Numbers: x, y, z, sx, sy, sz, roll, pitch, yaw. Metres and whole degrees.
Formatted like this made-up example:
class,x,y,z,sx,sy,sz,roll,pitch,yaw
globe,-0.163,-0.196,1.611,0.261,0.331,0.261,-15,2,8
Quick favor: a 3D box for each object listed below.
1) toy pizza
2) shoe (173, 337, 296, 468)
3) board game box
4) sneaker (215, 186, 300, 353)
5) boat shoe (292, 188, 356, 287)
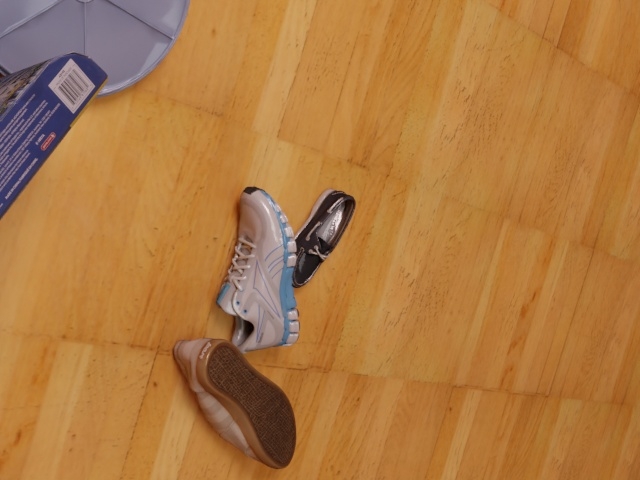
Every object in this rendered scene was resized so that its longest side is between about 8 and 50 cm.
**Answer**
class,x,y,z,sx,sy,sz,roll,pitch,yaw
toy pizza,-0.204,-0.218,0.716,0.201,0.032,0.201,-18,125,-28
shoe,-0.089,0.178,0.938,0.219,0.058,0.076,61,44,-38
board game box,-0.281,-0.061,0.632,0.060,0.194,0.194,52,49,-34
sneaker,-0.073,0.039,0.898,0.083,0.071,0.190,-18,114,-30
boat shoe,0.000,0.000,0.965,0.046,0.038,0.125,40,76,-40
